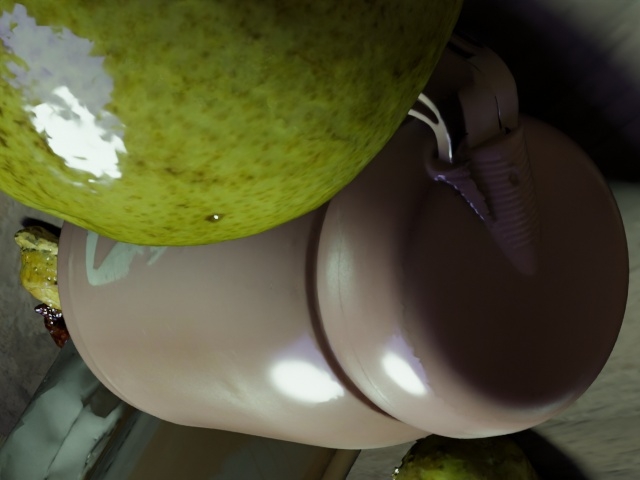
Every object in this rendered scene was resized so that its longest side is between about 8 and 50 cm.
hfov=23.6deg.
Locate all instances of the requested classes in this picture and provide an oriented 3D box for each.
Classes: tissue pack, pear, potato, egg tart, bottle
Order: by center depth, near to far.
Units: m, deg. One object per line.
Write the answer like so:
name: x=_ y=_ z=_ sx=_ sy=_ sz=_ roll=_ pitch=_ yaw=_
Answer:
pear: x=-0.059 y=-0.097 z=0.493 sx=0.197 sy=0.197 sz=0.197 roll=27 pitch=162 yaw=10
bottle: x=0.000 y=0.000 z=0.733 sx=0.297 sy=0.173 sz=0.207 roll=1 pitch=113 yaw=57
tissue pack: x=-0.103 y=0.155 z=1.068 sx=0.238 sy=0.306 sz=0.238 roll=27 pitch=162 yaw=9
potato: x=0.122 y=0.213 z=1.170 sx=0.137 sy=0.137 sz=0.176 roll=12 pitch=157 yaw=45
egg tart: x=-0.221 y=0.035 z=1.356 sx=0.128 sy=0.049 sz=0.129 roll=26 pitch=162 yaw=9

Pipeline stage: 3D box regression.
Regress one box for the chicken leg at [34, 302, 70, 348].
chicken leg: x=-0.194 y=0.123 z=1.549 sx=0.219 sy=0.048 sz=0.089 roll=35 pitch=165 yaw=-13
